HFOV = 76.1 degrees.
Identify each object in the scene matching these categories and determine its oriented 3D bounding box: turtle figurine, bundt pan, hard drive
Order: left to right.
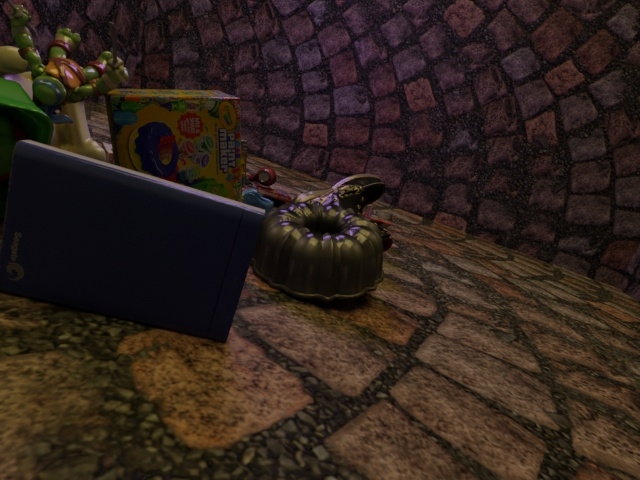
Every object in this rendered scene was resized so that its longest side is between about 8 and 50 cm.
[{"bbox_3d":[-0.495,-0.391,0.829,0.198,0.274,0.266,-4,32,-14],"label":"turtle figurine"},{"bbox_3d":[-0.261,0.011,0.577,0.319,0.210,0.040,16,15,-11],"label":"hard drive"},{"bbox_3d":[0.000,0.000,0.973,0.331,0.124,0.330,6,25,-3],"label":"bundt pan"}]

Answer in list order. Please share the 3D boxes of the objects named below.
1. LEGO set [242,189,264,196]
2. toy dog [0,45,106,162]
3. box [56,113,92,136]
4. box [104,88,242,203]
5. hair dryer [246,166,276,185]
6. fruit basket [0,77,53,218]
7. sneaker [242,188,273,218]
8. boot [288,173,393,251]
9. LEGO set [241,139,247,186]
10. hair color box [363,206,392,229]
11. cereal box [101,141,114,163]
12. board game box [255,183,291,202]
[{"bbox_3d":[-0.336,-0.179,1.580,0.183,0.060,0.244,15,6,8],"label":"LEGO set"},{"bbox_3d":[-0.767,-0.297,0.901,0.396,0.284,0.408,0,4,12],"label":"toy dog"},{"bbox_3d":[-0.818,-0.329,1.317,0.137,0.126,0.072,24,16,19],"label":"box"},{"bbox_3d":[-0.355,-0.215,1.012,0.279,0.289,0.177,-11,28,-28],"label":"box"},{"bbox_3d":[-0.291,-0.271,1.710,0.224,0.080,0.294,12,12,41],"label":"hair dryer"},{"bbox_3d":[-0.617,-0.136,0.600,0.392,0.283,0.392,26,31,-17],"label":"fruit basket"},{"bbox_3d":[-0.250,-0.109,1.220,0.240,0.126,0.091,15,15,-18],"label":"sneaker"},{"bbox_3d":[0.118,-0.067,1.282,0.378,0.138,0.284,-18,49,-33],"label":"boot"},{"bbox_3d":[-0.410,-0.295,1.438,0.255,0.192,0.331,-6,17,-37],"label":"LEGO set"},{"bbox_3d":[0.206,-0.066,1.624,0.093,0.053,0.167,16,-24,-12],"label":"hair color box"},{"bbox_3d":[-0.699,-0.313,1.567,0.240,0.047,0.173,8,18,-37],"label":"cereal box"},{"bbox_3d":[-0.210,-0.209,1.790,0.145,0.027,0.281,15,8,-12],"label":"board game box"}]
